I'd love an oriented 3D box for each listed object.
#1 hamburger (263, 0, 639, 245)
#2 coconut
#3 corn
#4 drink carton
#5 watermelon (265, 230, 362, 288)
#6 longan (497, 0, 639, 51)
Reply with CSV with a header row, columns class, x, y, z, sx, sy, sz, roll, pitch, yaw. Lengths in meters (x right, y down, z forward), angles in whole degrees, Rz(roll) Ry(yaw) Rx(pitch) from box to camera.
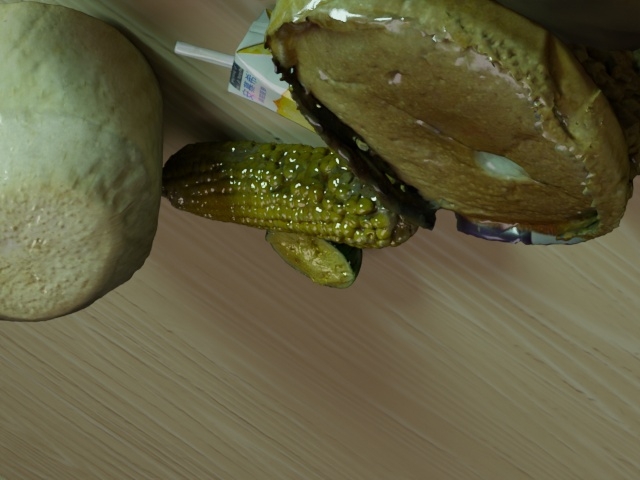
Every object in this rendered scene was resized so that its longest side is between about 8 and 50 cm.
class,x,y,z,sx,sy,sz,roll,pitch,yaw
hamburger,0.132,-0.133,1.484,0.277,0.195,0.318,1,143,39
coconut,-0.287,-0.089,1.900,0.328,0.329,0.329,24,152,14
corn,-0.027,-0.049,1.889,0.320,0.097,0.097,8,145,40
drink carton,-0.028,-0.150,1.743,0.200,0.074,0.084,29,152,6
watermelon,0.000,0.000,1.975,0.105,0.062,0.105,26,152,15
longan,0.177,-0.289,0.974,0.391,0.391,0.391,24,152,14
